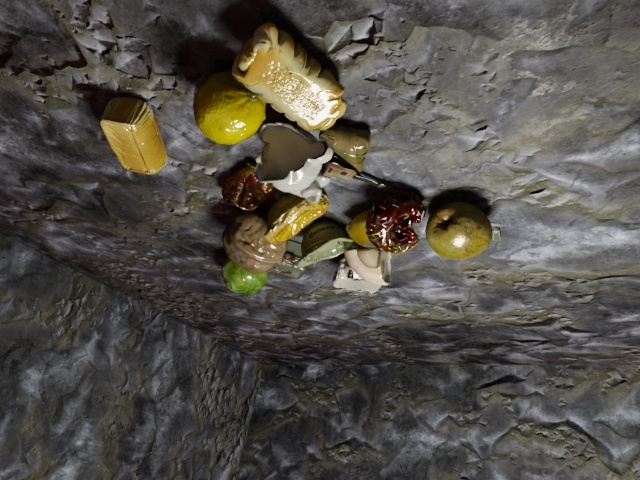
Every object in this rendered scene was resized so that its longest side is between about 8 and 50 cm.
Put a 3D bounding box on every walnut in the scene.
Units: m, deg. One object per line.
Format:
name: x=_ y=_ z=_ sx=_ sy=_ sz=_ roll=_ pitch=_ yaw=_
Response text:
walnut: x=-0.263 y=0.000 z=1.897 sx=0.273 sy=0.273 sz=0.227 roll=17 pitch=179 yaw=-8

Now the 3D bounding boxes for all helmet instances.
helmet: x=-0.005 y=-0.002 z=1.865 sx=0.258 sy=0.137 sz=0.204 roll=-16 pitch=161 yaw=-29

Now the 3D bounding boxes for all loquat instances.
loquat: x=0.189 y=-0.043 z=1.741 sx=0.195 sy=0.152 sz=0.152 roll=8 pitch=152 yaw=27

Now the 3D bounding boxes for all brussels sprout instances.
brussels sprout: x=-0.369 y=0.164 z=2.264 sx=0.244 sy=0.244 sz=0.244 roll=9 pitch=151 yaw=5

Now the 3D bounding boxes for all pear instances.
pear: x=0.466 y=-0.035 z=1.596 sx=0.228 sy=0.188 sz=0.211 roll=-8 pitch=148 yaw=36

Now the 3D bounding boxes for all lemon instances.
lemon: x=-0.252 y=-0.367 z=1.290 sx=0.192 sy=0.192 sz=0.231 roll=32 pitch=153 yaw=-31

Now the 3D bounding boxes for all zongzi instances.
zongzi: x=0.067 y=-0.284 z=1.435 sx=0.160 sy=0.078 sz=0.176 roll=17 pitch=154 yaw=2

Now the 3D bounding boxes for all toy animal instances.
toy animal: x=-0.070 y=-0.222 z=1.440 sx=0.258 sy=0.194 sz=0.357 roll=16 pitch=175 yaw=14
toy animal: x=0.164 y=0.137 z=2.054 sx=0.208 sy=0.156 sz=0.204 roll=7 pitch=149 yaw=-6

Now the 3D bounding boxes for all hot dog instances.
hot dog: x=-0.262 y=-0.189 z=1.703 sx=0.162 sy=0.082 sz=0.270 roll=39 pitch=142 yaw=-19

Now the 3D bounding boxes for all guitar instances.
guitar: x=0.131 y=-0.217 z=1.562 sx=0.271 sy=0.038 sz=0.084 roll=17 pitch=155 yaw=-16

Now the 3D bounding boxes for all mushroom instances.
mushroom: x=0.187 y=0.108 z=1.868 sx=0.173 sy=0.162 sz=0.236 roll=-9 pitch=175 yaw=19

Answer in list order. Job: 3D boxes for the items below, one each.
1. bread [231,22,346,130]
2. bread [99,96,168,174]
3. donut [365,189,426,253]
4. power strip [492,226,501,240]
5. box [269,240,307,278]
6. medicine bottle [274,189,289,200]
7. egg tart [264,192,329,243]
bread: x=-0.071 y=-0.410 z=1.203 sx=0.173 sy=0.121 sz=0.311 roll=-36 pitch=130 yaw=28
bread: x=-0.615 y=-0.340 z=1.549 sx=0.153 sy=0.119 sz=0.288 roll=13 pitch=150 yaw=5
donut: x=0.266 y=-0.059 z=1.603 sx=0.216 sy=0.096 sz=0.230 roll=16 pitch=111 yaw=-31
power strip: x=0.654 y=-0.024 z=1.723 sx=0.027 sy=0.017 sz=0.083 roll=-4 pitch=149 yaw=23
box: x=-0.158 y=0.077 z=2.093 sx=0.210 sy=0.129 sz=0.148 roll=18 pitch=151 yaw=-10
medicine bottle: x=-0.133 y=-0.189 z=1.689 sx=0.058 sy=0.058 sz=0.091 roll=19 pitch=150 yaw=-13
egg tart: x=-0.101 y=-0.101 z=1.706 sx=0.116 sy=0.295 sz=0.295 roll=53 pitch=149 yaw=8
